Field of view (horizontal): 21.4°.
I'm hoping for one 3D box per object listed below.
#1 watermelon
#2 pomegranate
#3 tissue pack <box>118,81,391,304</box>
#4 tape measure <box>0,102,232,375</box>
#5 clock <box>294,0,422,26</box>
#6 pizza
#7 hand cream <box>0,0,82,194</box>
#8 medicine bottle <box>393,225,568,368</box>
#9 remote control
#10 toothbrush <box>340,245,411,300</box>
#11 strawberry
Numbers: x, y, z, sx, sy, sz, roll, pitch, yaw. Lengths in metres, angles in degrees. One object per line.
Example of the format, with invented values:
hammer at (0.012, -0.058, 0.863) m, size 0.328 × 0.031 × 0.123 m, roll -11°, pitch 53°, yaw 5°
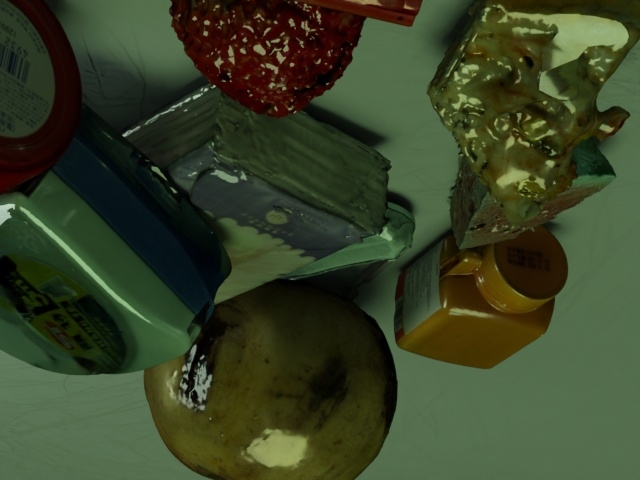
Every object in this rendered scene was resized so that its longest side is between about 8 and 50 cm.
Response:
watermelon at (0.207, -0.054, 1.850) m, size 0.154 × 0.094 × 0.241 m, roll 1°, pitch 157°, yaw -19°
pomegranate at (-0.062, 0.183, 2.121) m, size 0.322 × 0.322 × 0.322 m, roll 3°, pitch 154°, yaw 1°
tissue pack at (-0.124, -0.040, 1.849) m, size 0.242 × 0.125 × 0.343 m, roll 25°, pitch 148°, yaw -34°
tape measure at (-0.260, 0.020, 1.744) m, size 0.262 × 0.138 × 0.259 m, roll -17°, pitch 123°, yaw 42°
clock at (0.021, -0.246, 1.427) m, size 0.155 × 0.061 × 0.113 m, roll 11°, pitch 112°, yaw -12°
pizza at (0.197, -0.127, 1.611) m, size 0.189 × 0.071 × 0.297 m, roll 13°, pitch 134°, yaw -9°
hand cream at (-0.342, -0.141, 1.561) m, size 0.149 × 0.230 × 0.230 m, roll -23°, pitch 144°, yaw 36°
medicine bottle at (0.197, 0.063, 2.038) m, size 0.149 × 0.112 × 0.222 m, roll 14°, pitch 152°, yaw -20°
remote control at (0.000, 0.000, 2.005) m, size 0.247 × 0.052 × 0.104 m, roll -13°, pitch 149°, yaw 35°
toothbrush at (0.067, 0.040, 2.118) m, size 0.017 × 0.014 × 0.194 m, roll 13°, pitch 152°, yaw -18°
strawberry at (-0.044, -0.185, 1.565) m, size 0.188 × 0.106 × 0.286 m, roll -2°, pitch 154°, yaw 13°
